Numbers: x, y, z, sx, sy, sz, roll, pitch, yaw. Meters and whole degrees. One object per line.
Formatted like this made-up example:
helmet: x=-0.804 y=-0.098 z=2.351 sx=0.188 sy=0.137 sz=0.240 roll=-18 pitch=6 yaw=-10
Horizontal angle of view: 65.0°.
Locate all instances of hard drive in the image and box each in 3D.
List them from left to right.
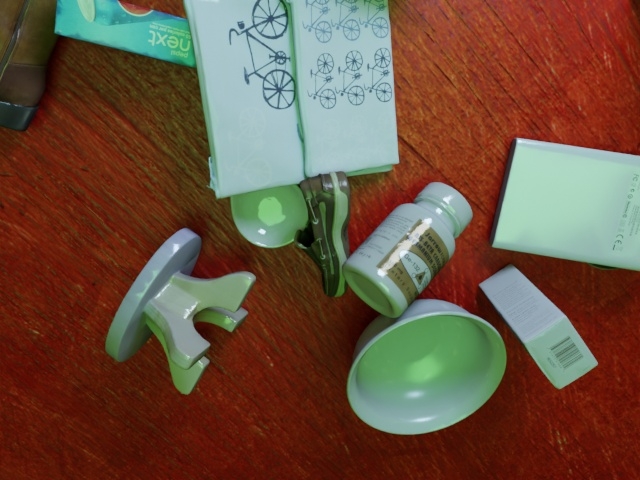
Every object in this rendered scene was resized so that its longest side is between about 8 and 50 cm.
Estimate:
hard drive: x=0.486 y=-0.062 z=0.916 sx=0.307 sy=0.040 sz=0.203 roll=10 pitch=103 yaw=4

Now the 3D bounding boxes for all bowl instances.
bowl: x=0.184 y=0.217 z=0.958 sx=0.297 sy=0.134 sz=0.298 roll=-4 pitch=121 yaw=-8

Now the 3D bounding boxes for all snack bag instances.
snack bag: x=-0.034 y=-0.249 z=0.817 sx=0.342 sy=0.037 sz=0.323 roll=-11 pitch=108 yaw=-18

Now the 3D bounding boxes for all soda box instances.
soda box: x=-0.298 y=-0.335 z=0.796 sx=0.210 sy=0.067 sz=0.071 roll=9 pitch=108 yaw=-18

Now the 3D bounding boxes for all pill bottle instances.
pill bottle: x=0.157 y=0.011 z=0.875 sx=0.229 sy=0.131 sz=0.131 roll=-46 pitch=105 yaw=-17

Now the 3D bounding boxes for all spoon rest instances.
spoon rest: x=-0.117 y=-0.111 z=0.886 sx=0.137 sy=0.084 sz=0.276 roll=-24 pitch=106 yaw=6

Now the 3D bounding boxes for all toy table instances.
toy table: x=-0.241 y=0.134 z=0.894 sx=0.160 sy=0.252 sz=0.274 roll=32 pitch=115 yaw=6

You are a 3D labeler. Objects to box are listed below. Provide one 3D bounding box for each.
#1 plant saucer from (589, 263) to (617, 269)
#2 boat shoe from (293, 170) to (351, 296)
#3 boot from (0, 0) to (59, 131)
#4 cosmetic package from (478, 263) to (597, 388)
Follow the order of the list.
plant saucer: x=0.562 y=-0.027 z=0.965 sx=0.168 sy=0.029 sz=0.169 roll=-1 pitch=107 yaw=-2
boat shoe: x=-0.002 y=-0.004 z=0.899 sx=0.095 sy=0.095 sz=0.258 roll=-7 pitch=123 yaw=-8
boot: x=-0.516 y=-0.327 z=0.738 sx=0.264 sy=0.096 sz=0.280 roll=16 pitch=109 yaw=-42
cosmetic package: x=0.380 y=0.144 z=0.906 sx=0.085 sy=0.231 sz=0.117 roll=-36 pitch=105 yaw=9
